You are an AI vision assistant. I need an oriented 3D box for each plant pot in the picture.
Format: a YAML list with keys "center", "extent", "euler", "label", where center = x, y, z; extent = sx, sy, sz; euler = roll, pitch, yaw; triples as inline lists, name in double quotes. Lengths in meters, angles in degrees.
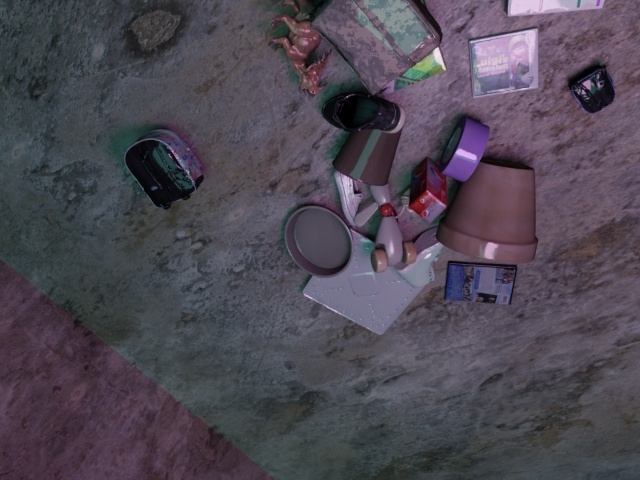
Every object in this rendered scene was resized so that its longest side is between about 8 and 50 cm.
- center: [0.558, -0.110, 1.615]
  extent: [0.323, 0.323, 0.281]
  euler: [10, 109, 7]
  label: "plant pot"

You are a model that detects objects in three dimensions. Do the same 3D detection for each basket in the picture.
- center: [0.171, -0.320, 1.643]
  extent: [0.204, 0.154, 0.227]
  euler: [15, 122, -11]
  label: "basket"

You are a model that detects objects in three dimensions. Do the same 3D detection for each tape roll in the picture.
- center: [0.448, -0.285, 1.572]
  extent: [0.080, 0.189, 0.189]
  euler: [21, 125, 0]
  label: "tape roll"

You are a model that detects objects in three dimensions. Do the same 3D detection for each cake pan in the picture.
- center: [0.000, 0.000, 1.906]
  extent: [0.293, 0.054, 0.293]
  euler: [11, 117, 23]
  label: "cake pan"

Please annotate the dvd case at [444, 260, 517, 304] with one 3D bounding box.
- center: [0.614, 0.163, 1.929]
  extent: [0.252, 0.022, 0.180]
  euler: [4, 122, 11]
  label: "dvd case"

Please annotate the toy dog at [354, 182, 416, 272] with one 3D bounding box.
- center: [0.232, -0.042, 1.791]
  extent: [0.220, 0.334, 0.161]
  euler: [12, 170, -14]
  label: "toy dog"

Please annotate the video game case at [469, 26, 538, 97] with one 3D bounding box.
- center: [0.547, -0.525, 1.492]
  extent: [0.190, 0.022, 0.173]
  euler: [-5, 121, 16]
  label: "video game case"

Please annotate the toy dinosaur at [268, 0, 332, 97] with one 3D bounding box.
- center: [-0.042, -0.605, 1.502]
  extent: [0.200, 0.127, 0.296]
  euler: [20, 134, -1]
  label: "toy dinosaur"

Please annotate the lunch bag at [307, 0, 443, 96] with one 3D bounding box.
- center: [0.146, -0.581, 1.367]
  extent: [0.256, 0.213, 0.305]
  euler: [-37, 107, 30]
  label: "lunch bag"

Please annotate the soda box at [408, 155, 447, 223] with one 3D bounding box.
- center: [0.350, -0.170, 1.625]
  extent: [0.092, 0.263, 0.083]
  euler: [37, 122, -12]
  label: "soda box"

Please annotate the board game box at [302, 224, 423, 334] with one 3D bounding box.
- center: [0.180, 0.166, 2.017]
  extent: [0.389, 0.050, 0.390]
  euler: [29, 124, -6]
  label: "board game box"

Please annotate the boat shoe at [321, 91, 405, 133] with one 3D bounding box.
- center: [0.097, -0.394, 1.528]
  extent: [0.340, 0.113, 0.127]
  euler: [31, 110, 45]
  label: "boat shoe"

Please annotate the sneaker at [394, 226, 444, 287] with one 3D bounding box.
- center: [0.405, 0.064, 1.851]
  extent: [0.256, 0.094, 0.151]
  euler: [-41, 125, 1]
  label: "sneaker"

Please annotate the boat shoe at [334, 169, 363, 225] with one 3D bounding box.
- center: [0.115, -0.156, 1.799]
  extent: [0.075, 0.083, 0.226]
  euler: [-11, 119, 21]
  label: "boat shoe"

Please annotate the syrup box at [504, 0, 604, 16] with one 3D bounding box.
- center: [0.624, -0.664, 1.339]
  extent: [0.236, 0.093, 0.096]
  euler: [1, 123, 12]
  label: "syrup box"

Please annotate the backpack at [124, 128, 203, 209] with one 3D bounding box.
- center: [-0.569, -0.274, 1.819]
  extent: [0.225, 0.191, 0.254]
  euler: [-21, 123, 22]
  label: "backpack"

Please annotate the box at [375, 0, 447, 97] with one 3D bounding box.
- center: [0.216, -0.615, 1.491]
  extent: [0.232, 0.058, 0.322]
  euler: [-17, 118, 23]
  label: "box"

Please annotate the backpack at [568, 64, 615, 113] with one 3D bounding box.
- center: [0.792, -0.437, 1.454]
  extent: [0.105, 0.084, 0.114]
  euler: [-31, 108, 27]
  label: "backpack"
